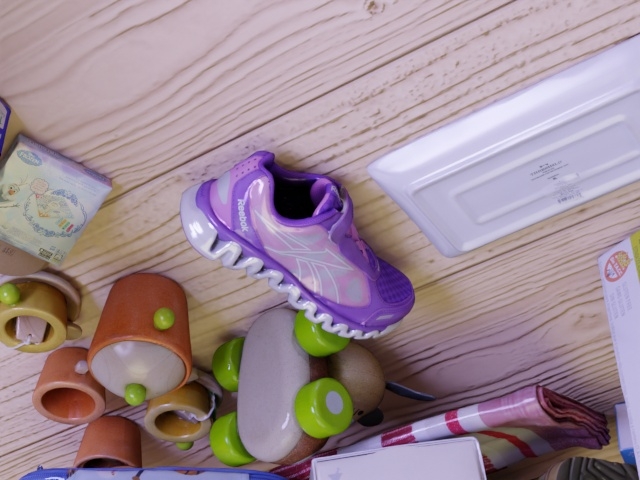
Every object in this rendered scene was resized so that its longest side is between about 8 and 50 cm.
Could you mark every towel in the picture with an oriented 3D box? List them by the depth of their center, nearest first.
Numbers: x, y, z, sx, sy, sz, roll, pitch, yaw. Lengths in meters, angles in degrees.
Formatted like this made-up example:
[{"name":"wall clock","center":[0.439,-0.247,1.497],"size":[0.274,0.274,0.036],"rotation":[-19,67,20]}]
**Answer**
[{"name":"towel","center":[0.114,0.224,1.311],"size":[0.329,0.037,0.237],"rotation":[-21,156,23]}]

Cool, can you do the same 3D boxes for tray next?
[{"name":"tray","center":[0.187,-0.064,1.062],"size":[0.270,0.030,0.145],"rotation":[-24,133,25]}]

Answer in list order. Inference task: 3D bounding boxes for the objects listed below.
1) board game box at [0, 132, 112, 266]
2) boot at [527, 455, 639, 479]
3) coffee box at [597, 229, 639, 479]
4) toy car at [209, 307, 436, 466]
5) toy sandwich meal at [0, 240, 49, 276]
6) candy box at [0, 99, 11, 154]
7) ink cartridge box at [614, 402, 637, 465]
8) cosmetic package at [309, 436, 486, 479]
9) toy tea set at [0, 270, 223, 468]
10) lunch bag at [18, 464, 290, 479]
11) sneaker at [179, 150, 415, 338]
[{"name":"board game box","center":[-0.239,-0.033,1.088],"size":[0.090,0.020,0.090],"rotation":[28,111,-27]},{"name":"boot","center":[0.282,0.294,1.361],"size":[0.236,0.089,0.269],"rotation":[20,156,-11]},{"name":"coffee box","center":[0.480,0.125,1.036],"size":[0.337,0.338,0.334],"rotation":[28,130,-27]},{"name":"toy car","center":[0.013,0.153,1.235],"size":[0.188,0.149,0.155],"rotation":[20,148,-37]},{"name":"toy sandwich meal","center":[-0.273,-0.001,1.140],"size":[0.085,0.029,0.086],"rotation":[3,137,2]},{"name":"candy box","center":[-0.360,-0.051,0.870],"size":[0.122,0.317,0.268],"rotation":[-20,134,22]},{"name":"ink cartridge box","center":[0.386,0.238,1.368],"size":[0.104,0.060,0.180],"rotation":[-13,136,17]},{"name":"cosmetic package","center":[0.069,0.296,1.279],"size":[0.160,0.113,0.309],"rotation":[-7,158,-5]},{"name":"toy tea set","center":[-0.200,0.166,1.249],"size":[0.199,0.124,0.336],"rotation":[-6,137,8]},{"name":"lunch bag","center":[-0.166,0.309,1.271],"size":[0.303,0.115,0.243],"rotation":[3,150,-1]},{"name":"sneaker","center":[0.000,0.000,1.095],"size":[0.236,0.095,0.104],"rotation":[30,123,-27]}]
